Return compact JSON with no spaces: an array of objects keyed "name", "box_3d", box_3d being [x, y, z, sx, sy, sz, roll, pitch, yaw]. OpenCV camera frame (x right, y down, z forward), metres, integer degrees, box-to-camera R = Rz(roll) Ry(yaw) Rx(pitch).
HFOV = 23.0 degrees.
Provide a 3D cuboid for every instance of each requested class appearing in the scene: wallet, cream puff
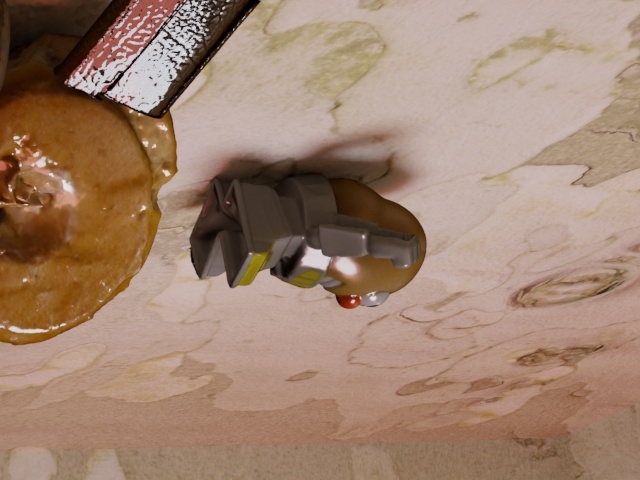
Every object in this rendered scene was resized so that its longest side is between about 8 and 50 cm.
[{"name":"wallet","box_3d":[-0.122,-0.213,1.433,0.133,0.039,0.243,19,124,-44]},{"name":"cream puff","box_3d":[-0.322,-0.064,1.575,0.327,0.343,0.231,36,176,-38]}]

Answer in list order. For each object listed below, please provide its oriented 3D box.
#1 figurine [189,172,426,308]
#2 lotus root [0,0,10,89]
[{"name":"figurine","box_3d":[0.001,-0.001,2.010,0.285,0.342,0.167,3,114,-25]},{"name":"lotus root","box_3d":[-0.387,-0.175,1.331,0.272,0.192,0.272,16,152,9]}]
